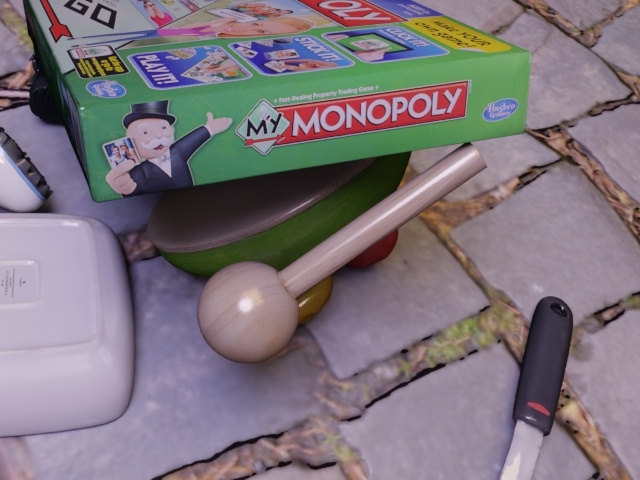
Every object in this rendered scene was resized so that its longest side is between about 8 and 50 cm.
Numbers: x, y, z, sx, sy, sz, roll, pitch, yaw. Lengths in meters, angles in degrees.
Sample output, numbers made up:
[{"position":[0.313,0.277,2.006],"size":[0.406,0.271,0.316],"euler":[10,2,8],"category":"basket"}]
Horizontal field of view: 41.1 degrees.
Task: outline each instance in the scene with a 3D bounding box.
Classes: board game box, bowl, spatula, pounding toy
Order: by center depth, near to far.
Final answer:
[{"position":[-0.178,0.037,0.493],"size":[0.142,0.053,0.142],"euler":[0,52,-19],"category":"bowl"},{"position":[-0.055,-0.119,0.508],"size":[0.214,0.046,0.317],"euler":[-12,30,-19],"category":"board game box"},{"position":[0.122,0.138,0.528],"size":[0.084,0.030,0.296],"euler":[28,49,3],"category":"spatula"},{"position":[0.000,0.000,0.536],"size":[0.183,0.110,0.237],"euler":[-31,25,-4],"category":"pounding toy"}]

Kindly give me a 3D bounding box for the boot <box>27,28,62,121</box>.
[{"position":[-0.159,-0.127,0.637],"size":[0.121,0.045,0.099],"euler":[5,46,-17],"category":"boot"}]

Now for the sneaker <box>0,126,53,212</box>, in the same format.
[{"position":[-0.279,-0.077,0.540],"size":[0.237,0.085,0.086],"euler":[31,76,3],"category":"sneaker"}]
